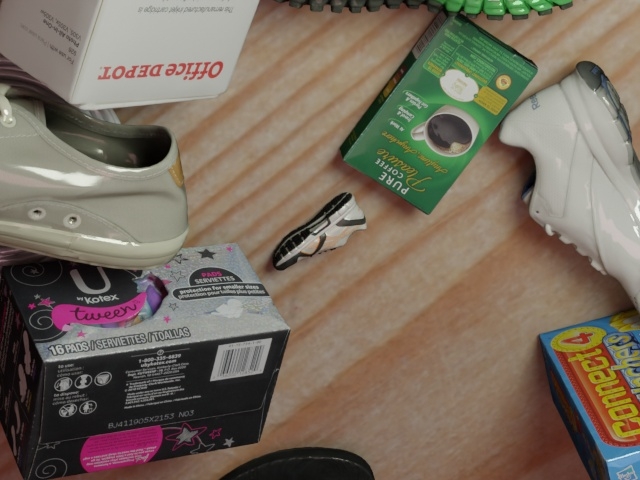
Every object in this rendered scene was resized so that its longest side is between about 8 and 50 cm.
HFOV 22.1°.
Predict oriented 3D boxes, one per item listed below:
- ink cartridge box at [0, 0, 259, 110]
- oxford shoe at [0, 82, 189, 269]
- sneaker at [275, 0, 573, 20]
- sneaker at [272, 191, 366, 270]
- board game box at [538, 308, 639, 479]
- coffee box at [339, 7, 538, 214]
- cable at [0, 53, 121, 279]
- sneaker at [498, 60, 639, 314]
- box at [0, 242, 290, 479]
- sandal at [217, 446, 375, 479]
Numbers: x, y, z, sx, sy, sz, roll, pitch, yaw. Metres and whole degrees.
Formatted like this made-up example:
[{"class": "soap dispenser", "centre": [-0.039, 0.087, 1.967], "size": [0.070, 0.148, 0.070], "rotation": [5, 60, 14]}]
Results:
[{"class": "ink cartridge box", "centre": [-0.139, -0.270, 1.404], "size": [0.211, 0.121, 0.289], "rotation": [-11, 129, -53]}, {"class": "oxford shoe", "centre": [-0.320, -0.077, 1.408], "size": [0.449, 0.169, 0.130], "rotation": [9, 115, -20]}, {"class": "sneaker", "centre": [0.115, -0.284, 1.491], "size": [0.343, 0.134, 0.146], "rotation": [1, 113, -8]}, {"class": "sneaker", "centre": [0.000, 0.000, 1.655], "size": [0.109, 0.040, 0.044], "rotation": [-36, 116, 9]}, {"class": "board game box", "centre": [0.399, 0.150, 1.627], "size": [0.302, 0.308, 0.086], "rotation": [-15, 110, 0]}, {"class": "coffee box", "centre": [0.115, -0.128, 1.613], "size": [0.113, 0.040, 0.184], "rotation": [30, 106, -19]}, {"class": "cable", "centre": [-0.305, -0.063, 1.555], "size": [0.257, 0.089, 0.257], "rotation": [-26, 115, 3]}, {"class": "sneaker", "centre": [0.281, -0.037, 1.660], "size": [0.129, 0.111, 0.297], "rotation": [-23, 110, 16]}, {"class": "box", "centre": [-0.179, 0.110, 1.570], "size": [0.247, 0.142, 0.163], "rotation": [-7, 131, -28]}, {"class": "sandal", "centre": [-0.134, 0.369, 1.765], "size": [0.446, 0.107, 0.167], "rotation": [-25, 116, 3]}]
